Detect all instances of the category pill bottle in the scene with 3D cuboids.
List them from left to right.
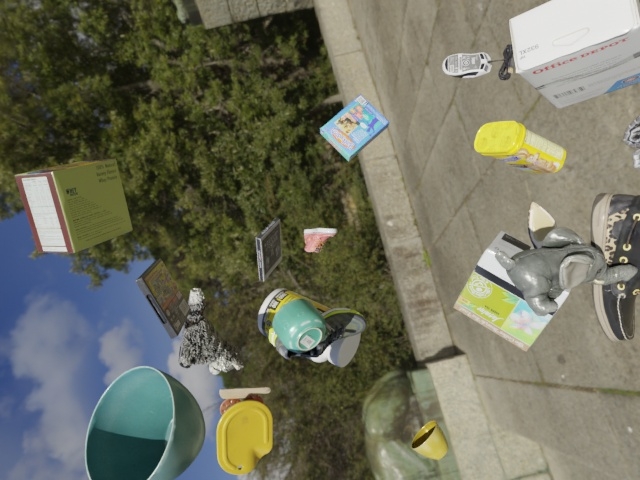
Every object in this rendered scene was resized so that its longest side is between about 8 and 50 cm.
[{"bbox_3d":[-0.039,0.305,1.675,0.188,0.334,0.187,-37,-43,-44],"label":"pill bottle"}]

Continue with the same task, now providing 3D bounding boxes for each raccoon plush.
[{"bbox_3d":[-0.479,0.445,2.217,0.216,0.299,0.446,-102,26,-49],"label":"raccoon plush"}]

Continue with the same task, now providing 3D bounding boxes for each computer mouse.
[{"bbox_3d":[0.443,-0.494,1.357,0.042,0.193,0.106,43,-130,-71],"label":"computer mouse"}]

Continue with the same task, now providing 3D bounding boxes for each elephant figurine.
[{"bbox_3d":[0.565,0.055,1.105,0.186,0.239,0.169,23,-143,-57],"label":"elephant figurine"}]

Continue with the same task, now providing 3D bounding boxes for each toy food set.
[{"bbox_3d":[-0.178,0.413,1.091,0.071,0.128,0.217,-155,65,-63],"label":"toy food set"}]

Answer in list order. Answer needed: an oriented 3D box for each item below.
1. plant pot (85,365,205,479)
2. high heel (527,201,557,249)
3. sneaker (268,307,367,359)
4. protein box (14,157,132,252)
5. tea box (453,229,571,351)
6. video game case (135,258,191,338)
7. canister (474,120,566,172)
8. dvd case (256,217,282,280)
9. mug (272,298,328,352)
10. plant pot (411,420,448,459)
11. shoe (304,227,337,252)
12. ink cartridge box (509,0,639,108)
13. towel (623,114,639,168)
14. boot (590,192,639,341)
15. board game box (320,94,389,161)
[{"bbox_3d":[-0.404,0.479,1.199,0.195,0.290,0.290,40,-150,-50],"label":"plant pot"},{"bbox_3d":[0.774,-0.019,1.701,0.186,0.093,0.261,-36,-76,-77],"label":"high heel"},{"bbox_3d":[0.002,0.289,1.434,0.121,0.300,0.111,-124,26,-57],"label":"sneaker"},{"bbox_3d":[-0.627,-0.094,1.243,0.200,0.136,0.201,-38,-55,-60],"label":"protein box"},{"bbox_3d":[0.769,0.195,1.918,0.220,0.329,0.323,-34,-32,-48],"label":"tea box"},{"bbox_3d":[-0.588,0.213,1.826,0.248,0.035,0.275,63,-179,-13],"label":"video game case"},{"bbox_3d":[0.465,-0.212,1.119,0.126,0.170,0.073,18,93,63],"label":"canister"},{"bbox_3d":[-0.231,0.041,2.191,0.179,0.030,0.238,-52,-29,-48],"label":"dvd case"},{"bbox_3d":[-0.039,0.233,1.296,0.097,0.158,0.129,44,136,49],"label":"mug"},{"bbox_3d":[0.420,0.759,1.799,0.095,0.134,0.134,44,176,5],"label":"plant pot"},{"bbox_3d":[0.000,0.000,1.636,0.178,0.064,0.081,-3,86,59],"label":"shoe"},{"bbox_3d":[0.582,-0.419,1.053,0.308,0.223,0.128,3,-102,-50],"label":"ink cartridge box"},{"bbox_3d":[0.761,-0.237,0.886,0.284,0.235,0.121,141,115,-78],"label":"towel"},{"bbox_3d":[0.803,0.067,1.123,0.284,0.138,0.377,-1,96,45],"label":"boot"},{"bbox_3d":[0.128,-0.423,1.808,0.160,0.210,0.047,47,171,9],"label":"board game box"}]
